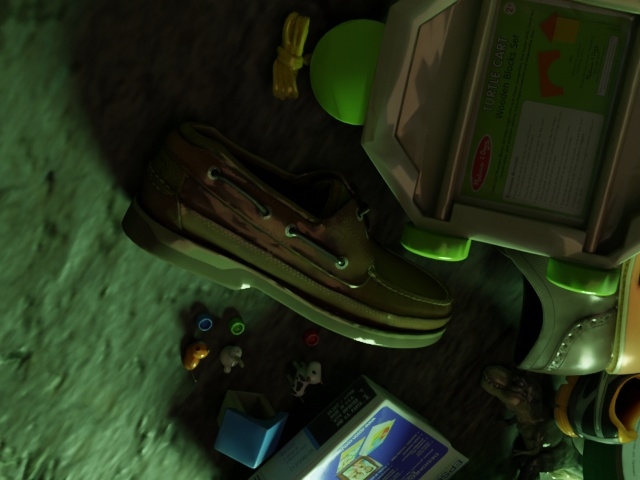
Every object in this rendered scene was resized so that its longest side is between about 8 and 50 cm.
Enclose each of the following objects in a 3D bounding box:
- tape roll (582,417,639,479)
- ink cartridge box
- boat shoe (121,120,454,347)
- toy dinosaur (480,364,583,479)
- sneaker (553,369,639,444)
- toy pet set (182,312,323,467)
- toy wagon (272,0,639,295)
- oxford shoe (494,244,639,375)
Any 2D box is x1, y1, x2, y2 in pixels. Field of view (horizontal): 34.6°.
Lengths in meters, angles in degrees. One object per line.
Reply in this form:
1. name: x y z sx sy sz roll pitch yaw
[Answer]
1. tape roll: 0.409 0.204 0.992 0.077 0.321 0.321 30 101 -32
2. ink cartridge box: 0.023 0.242 0.999 0.206 0.045 0.208 -44 139 3
3. boat shoe: 0.000 0.000 0.834 0.307 0.110 0.104 20 108 -31
4. toy dinosaur: 0.231 0.238 1.093 0.118 0.064 0.268 -47 128 -3
5. sneaker: 0.320 0.111 1.034 0.084 0.083 0.214 28 85 -31
6. toy pet set: -0.060 0.135 0.906 0.122 0.065 0.114 10 111 -27
7. toy wagon: 0.135 -0.114 0.799 0.345 0.068 0.267 13 101 6
8. oxford shoe: 0.219 -0.036 0.906 0.133 0.130 0.363 -7 110 1
